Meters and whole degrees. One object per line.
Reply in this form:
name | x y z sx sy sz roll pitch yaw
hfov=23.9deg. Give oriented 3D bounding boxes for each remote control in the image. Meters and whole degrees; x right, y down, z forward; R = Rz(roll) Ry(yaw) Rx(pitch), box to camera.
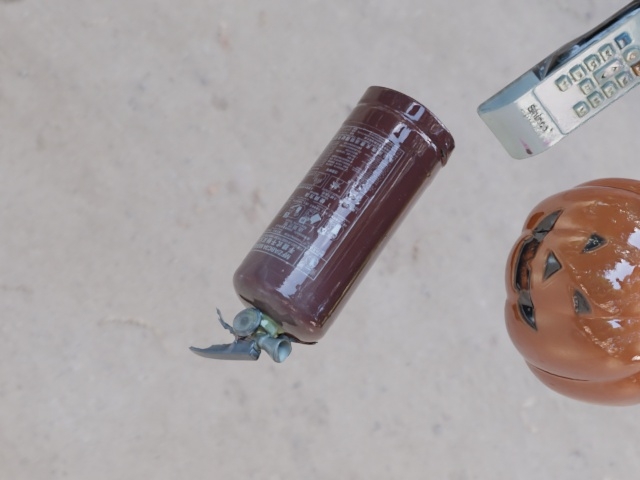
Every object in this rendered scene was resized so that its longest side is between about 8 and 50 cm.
remote control | 0.185 -0.120 1.024 0.065 0.166 0.029 44 14 -45

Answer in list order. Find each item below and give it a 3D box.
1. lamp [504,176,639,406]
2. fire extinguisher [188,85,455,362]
lamp | 0.246 0.043 1.229 0.187 0.164 0.188 -9 102 -47
fire extinguisher | 0.000 0.000 1.268 0.105 0.105 0.269 40 74 -17
